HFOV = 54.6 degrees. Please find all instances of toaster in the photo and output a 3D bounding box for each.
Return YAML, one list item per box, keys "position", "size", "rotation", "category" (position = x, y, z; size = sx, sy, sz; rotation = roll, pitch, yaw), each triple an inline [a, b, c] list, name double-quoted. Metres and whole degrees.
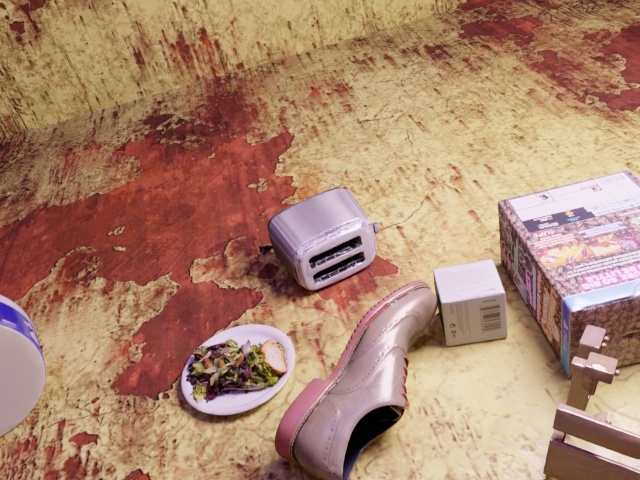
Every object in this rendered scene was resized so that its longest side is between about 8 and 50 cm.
- position: [0.000, 0.000, 1.207]
  size: [0.227, 0.129, 0.146]
  rotation: [-23, 39, -14]
  category: "toaster"

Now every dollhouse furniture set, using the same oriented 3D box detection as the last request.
- position: [0.375, 0.219, 0.786]
  size: [0.123, 0.144, 0.151]
  rotation: [15, 31, 28]
  category: "dollhouse furniture set"

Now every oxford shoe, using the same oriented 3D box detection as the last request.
- position: [0.091, 0.206, 0.914]
  size: [0.130, 0.123, 0.348]
  rotation: [23, 60, 36]
  category: "oxford shoe"

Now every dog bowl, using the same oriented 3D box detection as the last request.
- position: [-0.597, 0.215, 1.012]
  size: [0.265, 0.265, 0.104]
  rotation: [-29, 40, -19]
  category: "dog bowl"

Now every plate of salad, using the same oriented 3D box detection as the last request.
- position: [-0.142, 0.207, 1.046]
  size: [0.200, 0.048, 0.200]
  rotation: [-10, 37, 7]
  category: "plate of salad"

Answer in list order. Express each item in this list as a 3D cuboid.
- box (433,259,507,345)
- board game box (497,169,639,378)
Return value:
- position: [0.242, 0.101, 1.004]
  size: [0.102, 0.101, 0.087]
  rotation: [-10, 35, 7]
  category: "box"
- position: [0.443, 0.040, 0.980]
  size: [0.232, 0.141, 0.291]
  rotation: [-13, 36, 2]
  category: "board game box"
